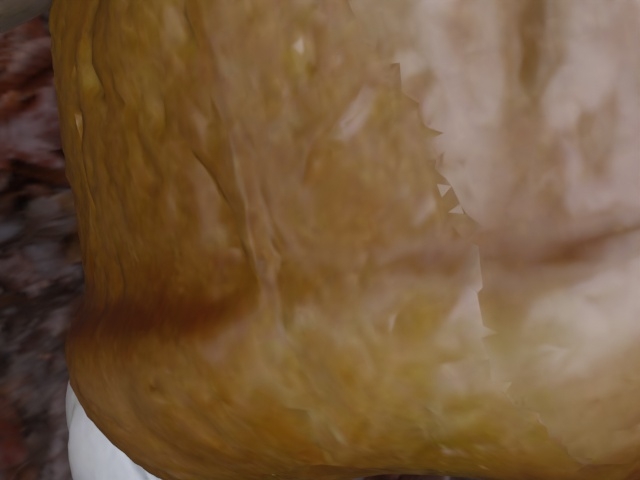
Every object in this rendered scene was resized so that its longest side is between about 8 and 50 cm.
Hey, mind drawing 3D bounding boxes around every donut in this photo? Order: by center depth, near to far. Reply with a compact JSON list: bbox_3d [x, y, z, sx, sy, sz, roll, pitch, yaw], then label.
[{"bbox_3d":[0.092,-0.032,0.457,0.299,0.317,0.150,-10,92,29],"label":"donut"}]

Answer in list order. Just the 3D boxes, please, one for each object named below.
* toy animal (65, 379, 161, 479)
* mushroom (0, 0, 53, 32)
[{"bbox_3d":[-0.116,0.186,1.549,0.174,0.249,0.289,-4,108,14],"label":"toy animal"},{"bbox_3d":[-0.144,-0.189,0.715,0.178,0.226,0.226,25,98,-15],"label":"mushroom"}]
